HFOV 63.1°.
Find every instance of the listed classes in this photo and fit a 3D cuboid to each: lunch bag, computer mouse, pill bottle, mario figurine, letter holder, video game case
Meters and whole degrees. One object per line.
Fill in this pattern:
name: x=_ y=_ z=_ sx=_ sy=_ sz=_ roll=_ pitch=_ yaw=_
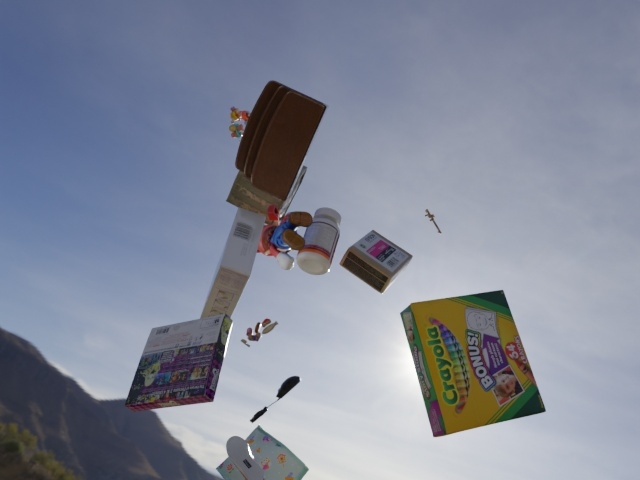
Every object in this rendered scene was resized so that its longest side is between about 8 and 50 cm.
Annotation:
lunch bag: x=-0.188 y=0.804 z=1.790 sx=0.262 sy=0.223 sz=0.160 roll=19 pitch=-38 yaw=44
computer mouse: x=-0.172 y=0.580 z=1.920 sx=0.041 sy=0.242 sz=0.071 roll=48 pitch=-8 yaw=8
pill bottle: x=0.000 y=0.000 z=1.799 sx=0.121 sy=0.221 sz=0.121 roll=12 pitch=-36 yaw=9
mario figurine: x=-0.104 y=-0.006 z=1.815 sx=0.170 sy=0.198 sz=0.320 roll=59 pitch=-23 yaw=-5
letter holder: x=-0.135 y=-0.309 z=1.568 sx=0.214 sy=0.152 sz=0.301 roll=24 pitch=-75 yaw=-3
lunch bag: x=-0.214 y=-0.238 z=2.132 sx=0.235 sy=0.169 sz=0.287 roll=30 pitch=-68 yaw=5
video game case: x=-0.330 y=0.285 z=1.223 sx=0.232 sy=0.210 sz=0.042 roll=-14 pitch=-45 yaw=22

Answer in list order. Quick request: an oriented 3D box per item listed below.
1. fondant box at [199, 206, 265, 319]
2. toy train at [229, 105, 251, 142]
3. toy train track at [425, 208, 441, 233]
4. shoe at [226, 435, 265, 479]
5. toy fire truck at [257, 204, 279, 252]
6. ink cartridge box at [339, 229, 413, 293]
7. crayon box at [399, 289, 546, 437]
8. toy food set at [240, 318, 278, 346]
fondant box: x=-0.280 y=0.093 z=1.645 sx=0.096 sy=0.238 sz=0.330 roll=18 pitch=-42 yaw=-10
toy train: x=-0.298 y=-0.452 z=2.013 sx=0.046 sy=0.166 sz=0.125 roll=-13 pitch=-30 yaw=29
toy train track: x=0.330 y=-0.054 z=1.537 sx=0.083 sy=0.014 sz=0.048 roll=58 pitch=-8 yaw=-4
shoe: x=-0.216 y=0.656 z=1.514 sx=0.178 sy=0.063 sz=0.081 roll=37 pitch=-38 yaw=41
toy fire truck: x=-0.209 y=-0.040 z=2.007 sx=0.135 sy=0.047 sz=0.192 roll=-9 pitch=-51 yaw=10
ink cartridge box: x=0.210 y=0.073 z=1.931 sx=0.193 sy=0.235 sz=0.088 roll=35 pitch=-58 yaw=14
crayon box: x=0.429 y=0.343 z=1.497 sx=0.313 sy=0.362 sz=0.106 roll=-6 pitch=-23 yaw=-18
toy food set: x=-0.202 y=0.289 z=1.683 sx=0.078 sy=0.122 sz=0.019 roll=20 pitch=-37 yaw=50
